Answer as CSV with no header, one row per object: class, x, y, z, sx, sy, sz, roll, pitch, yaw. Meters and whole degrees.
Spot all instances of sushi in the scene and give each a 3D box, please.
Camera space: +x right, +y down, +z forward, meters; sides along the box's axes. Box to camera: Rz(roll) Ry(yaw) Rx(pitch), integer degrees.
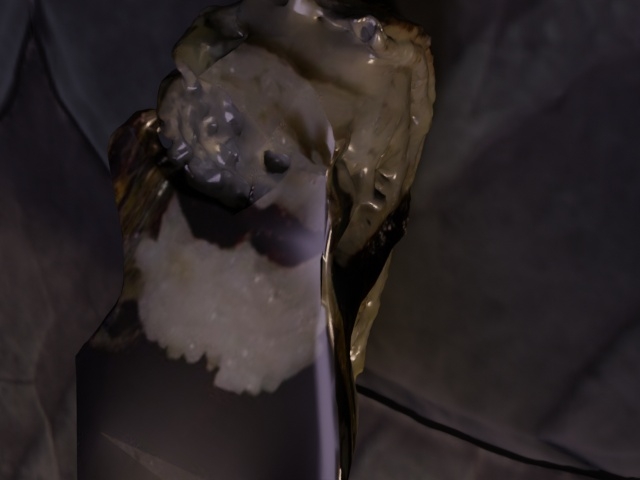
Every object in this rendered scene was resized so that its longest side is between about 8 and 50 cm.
sushi,-0.014,-0.014,0.703,0.134,0.109,0.273,16,113,30
